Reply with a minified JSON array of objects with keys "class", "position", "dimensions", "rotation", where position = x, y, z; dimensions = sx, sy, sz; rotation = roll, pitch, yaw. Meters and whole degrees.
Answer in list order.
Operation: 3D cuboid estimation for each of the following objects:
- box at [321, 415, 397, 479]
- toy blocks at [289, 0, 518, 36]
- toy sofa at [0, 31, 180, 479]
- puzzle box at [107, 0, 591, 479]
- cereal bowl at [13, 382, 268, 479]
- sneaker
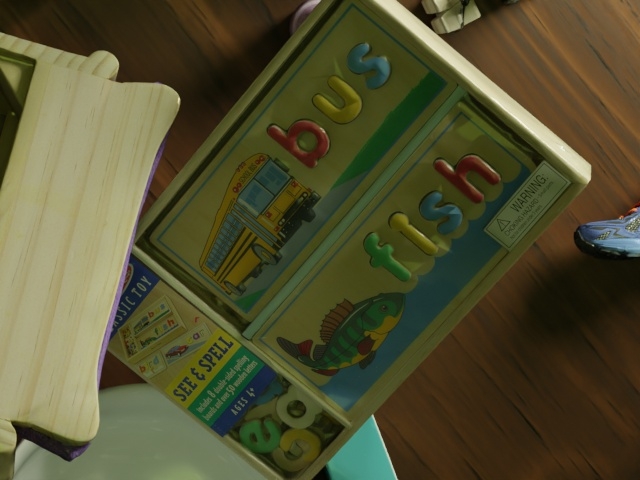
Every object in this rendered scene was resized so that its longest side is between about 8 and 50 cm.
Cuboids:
[{"class":"box","position":[0.015,0.166,1.607],"dimensions":[0.060,0.100,0.244],"rotation":[-22,101,-6]},{"class":"toy blocks","position":[0.064,-0.311,1.465],"dimensions":[0.288,0.260,0.309],"rotation":[-26,101,-5]},{"class":"toy sofa","position":[-0.247,0.020,1.448],"dimensions":[0.177,0.150,0.363],"rotation":[14,69,-8]},{"class":"puzzle box","position":[0.000,0.000,1.467],"dimensions":[0.272,0.052,0.409],"rotation":[39,110,-4]},{"class":"cereal bowl","position":[-0.161,0.310,1.545],"dimensions":[0.339,0.141,0.339],"rotation":[10,64,-21]},{"class":"sneaker","position":[0.347,-0.035,1.653],"dimensions":[0.221,0.083,0.087],"rotation":[-16,87,-12]}]
